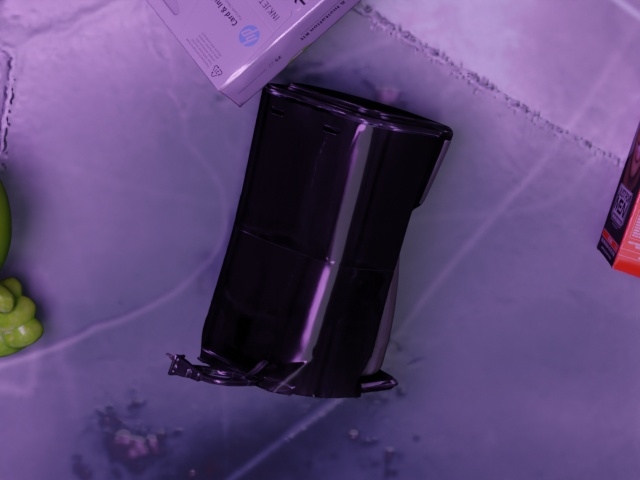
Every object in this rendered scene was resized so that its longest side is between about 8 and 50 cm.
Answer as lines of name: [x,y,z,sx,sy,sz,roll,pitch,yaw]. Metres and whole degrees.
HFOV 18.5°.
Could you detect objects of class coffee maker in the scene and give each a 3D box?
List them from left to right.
coffee maker: [0.000,0.000,1.202,0.120,0.171,0.178,16,99,13]

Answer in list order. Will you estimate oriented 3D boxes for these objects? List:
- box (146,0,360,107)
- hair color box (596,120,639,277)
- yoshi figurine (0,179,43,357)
box: [-0.025,-0.195,1.194,0.186,0.038,0.145,-41,66,6]
hair color box: [0.221,-0.048,1.245,0.043,0.072,0.141,18,100,-4]
yoshi figurine: [-0.273,0.082,1.212,0.203,0.203,0.362,0,100,-8]
